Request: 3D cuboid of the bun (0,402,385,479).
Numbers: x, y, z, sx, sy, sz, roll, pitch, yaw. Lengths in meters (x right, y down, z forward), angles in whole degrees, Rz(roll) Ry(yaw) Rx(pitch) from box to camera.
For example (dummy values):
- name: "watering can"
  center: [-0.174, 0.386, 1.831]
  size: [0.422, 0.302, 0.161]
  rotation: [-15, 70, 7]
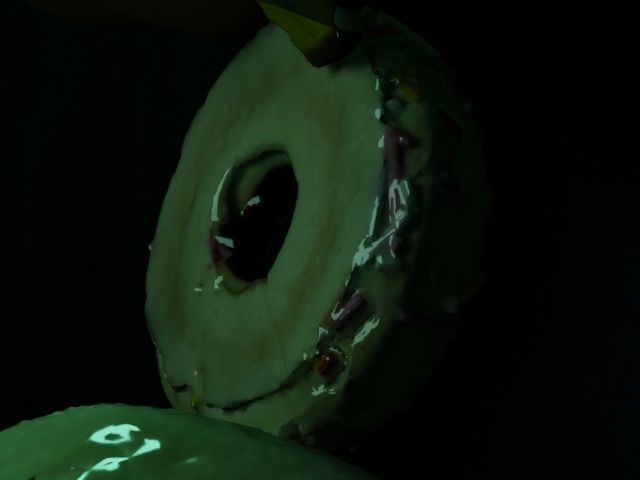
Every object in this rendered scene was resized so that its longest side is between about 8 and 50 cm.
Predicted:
- name: "bun"
  center: [-0.055, 0.186, 0.485]
  size: [0.205, 0.281, 0.281]
  rotation: [89, 171, -46]

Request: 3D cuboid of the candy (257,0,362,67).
- name: "candy"
  center: [-0.022, -0.136, 0.471]
  size: [0.081, 0.187, 0.297]
  rotation: [-43, 8, -15]

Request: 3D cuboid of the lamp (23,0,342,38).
- name: "lamp"
  center: [-0.054, -0.232, 0.706]
  size: [0.305, 0.305, 0.239]
  rotation: [-39, -2, 43]

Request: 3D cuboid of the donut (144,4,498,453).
- name: "donut"
  center: [0.000, 0.000, 0.662]
  size: [0.174, 0.068, 0.174]
  rotation: [-31, 51, 47]
